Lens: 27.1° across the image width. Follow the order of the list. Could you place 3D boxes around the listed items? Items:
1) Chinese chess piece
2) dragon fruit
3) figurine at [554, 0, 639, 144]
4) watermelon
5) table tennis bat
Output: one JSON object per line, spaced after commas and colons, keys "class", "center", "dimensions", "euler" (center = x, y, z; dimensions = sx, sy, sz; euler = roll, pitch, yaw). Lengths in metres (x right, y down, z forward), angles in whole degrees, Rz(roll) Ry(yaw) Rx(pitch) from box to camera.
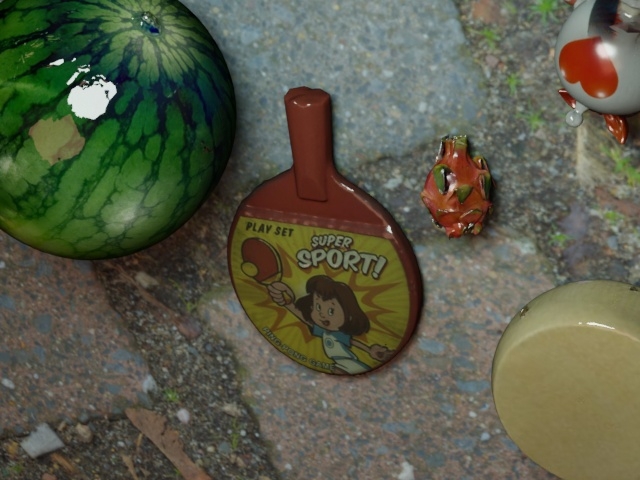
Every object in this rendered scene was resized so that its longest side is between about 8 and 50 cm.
{"class": "Chinese chess piece", "center": [0.338, 0.173, 1.584], "dimensions": [0.273, 0.102, 0.273], "euler": [13, 124, 19]}
{"class": "dragon fruit", "center": [0.159, -0.064, 1.547], "dimensions": [0.081, 0.086, 0.116], "euler": [18, 126, 64]}
{"class": "figurine", "center": [0.313, -0.206, 1.357], "dimensions": [0.183, 0.160, 0.226], "euler": [21, 134, 15]}
{"class": "watermelon", "center": [-0.270, -0.145, 1.553], "dimensions": [0.363, 0.363, 0.363], "euler": [12, 123, 20]}
{"class": "table tennis bat", "center": [0.000, 0.000, 1.684], "dimensions": [0.268, 0.051, 0.414], "euler": [9, 124, 21]}
